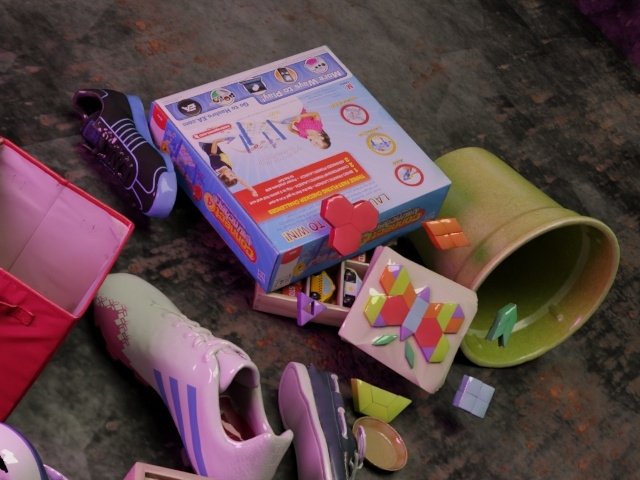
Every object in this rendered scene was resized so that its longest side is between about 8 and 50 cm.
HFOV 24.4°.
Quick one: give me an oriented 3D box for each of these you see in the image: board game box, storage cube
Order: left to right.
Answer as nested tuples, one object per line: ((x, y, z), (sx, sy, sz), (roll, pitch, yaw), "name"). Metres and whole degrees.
((-0.346, 0.043, 1.593), (0.184, 0.193, 0.215), (34, 34, -8), "storage cube")
((-0.032, -0.108, 2.045), (0.308, 0.086, 0.302), (-22, 60, -32), "board game box")

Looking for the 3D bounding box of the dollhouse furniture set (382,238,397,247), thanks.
((0.062, -0.009, 2.146), (0.058, 0.076, 0.152), (44, 45, 16), "dollhouse furniture set")

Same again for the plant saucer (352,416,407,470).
((0.073, 0.263, 1.897), (0.083, 0.015, 0.083), (25, 35, -19), "plant saucer")

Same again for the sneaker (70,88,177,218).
((-0.266, -0.117, 1.972), (0.090, 0.081, 0.232), (7, 38, -35), "sneaker")

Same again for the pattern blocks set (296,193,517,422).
((0.117, 0.100, 1.948), (0.325, 0.285, 0.026), (17, -5, -26), "pattern blocks set")

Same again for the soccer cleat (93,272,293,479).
((-0.141, 0.142, 1.717), (0.116, 0.143, 0.331), (-9, 56, -49), "soccer cleat")

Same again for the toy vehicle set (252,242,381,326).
((0.000, 0.000, 2.045), (0.166, 0.035, 0.266), (11, 47, -8), "toy vehicle set")

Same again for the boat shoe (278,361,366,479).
((0.010, 0.251, 1.786), (0.079, 0.095, 0.254), (8, 34, -22), "boat shoe")

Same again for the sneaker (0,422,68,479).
((-0.236, 0.247, 1.345), (0.130, 0.322, 0.236), (27, 38, 24), "sneaker")

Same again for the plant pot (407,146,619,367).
((0.257, 0.003, 2.194), (0.276, 0.276, 0.254), (7, 34, -39), "plant pot")

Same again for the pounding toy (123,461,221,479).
((-0.155, 0.306, 1.572), (0.130, 0.100, 0.141), (17, 45, -21), "pounding toy")
